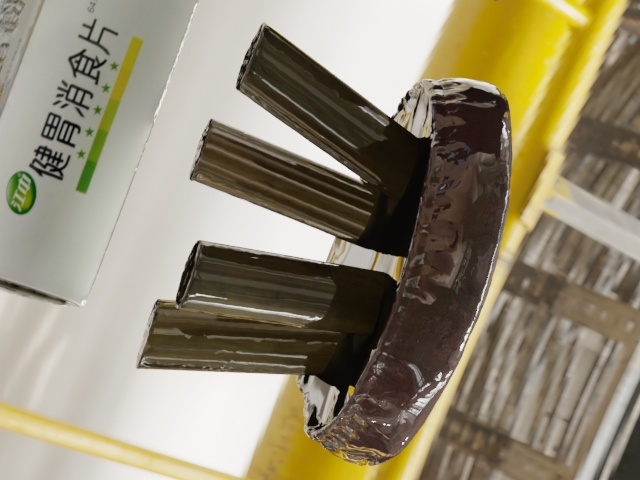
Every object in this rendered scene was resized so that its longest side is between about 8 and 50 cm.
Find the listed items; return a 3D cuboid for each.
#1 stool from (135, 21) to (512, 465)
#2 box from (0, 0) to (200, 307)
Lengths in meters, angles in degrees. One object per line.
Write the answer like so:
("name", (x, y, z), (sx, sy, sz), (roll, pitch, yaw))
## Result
("stool", (0.000, 0.000, 0.989), (0.272, 0.178, 0.272), (-162, -90, -80))
("box", (-0.242, -0.124, 1.296), (0.173, 0.145, 0.333), (17, -94, 52))
